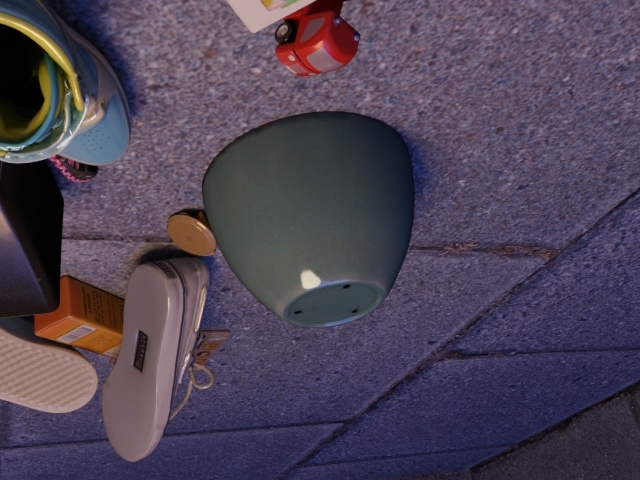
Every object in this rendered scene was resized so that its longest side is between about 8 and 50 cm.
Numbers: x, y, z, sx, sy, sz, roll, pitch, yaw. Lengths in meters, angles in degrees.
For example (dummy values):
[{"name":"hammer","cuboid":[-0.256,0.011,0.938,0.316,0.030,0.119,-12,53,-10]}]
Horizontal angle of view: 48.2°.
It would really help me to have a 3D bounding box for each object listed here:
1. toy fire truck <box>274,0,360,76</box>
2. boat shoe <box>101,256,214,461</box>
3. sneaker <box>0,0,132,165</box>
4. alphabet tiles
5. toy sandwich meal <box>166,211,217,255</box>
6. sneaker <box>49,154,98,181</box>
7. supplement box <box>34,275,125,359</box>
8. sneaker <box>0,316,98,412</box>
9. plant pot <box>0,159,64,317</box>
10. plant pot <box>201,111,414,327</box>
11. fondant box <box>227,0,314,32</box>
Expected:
[{"name":"toy fire truck","cuboid":[0.039,-0.236,0.601,0.135,0.192,0.047,2,164,40]},{"name":"boat shoe","cuboid":[-0.245,0.185,1.153,0.156,0.136,0.367,-16,126,-51]},{"name":"sneaker","cuboid":[-0.241,-0.115,0.618,0.127,0.208,0.319,-33,150,0]},{"name":"alphabet tiles","cuboid":[-0.312,0.231,1.422,0.198,0.009,0.237,4,146,-28]},{"name":"toy sandwich meal","cuboid":[-0.178,-0.011,1.017,0.086,0.029,0.085,16,139,14]},{"name":"sneaker","cuboid":[-0.280,-0.109,0.805,0.057,0.047,0.119,-29,150,6]},{"name":"supplement box","cuboid":[-0.354,0.137,1.171,0.080,0.078,0.233,-26,149,16]},{"name":"sneaker","cuboid":[-0.531,0.163,1.101,0.366,0.135,0.150,36,167,-31]},{"name":"plant pot","cuboid":[-0.387,-0.036,0.761,0.188,0.188,0.167,-5,139,-12]},{"name":"plant pot","cuboid":[0.000,0.000,0.943,0.290,0.195,0.290,-10,151,-6]},{"name":"fondant box","cuboid":[-0.029,-0.317,0.422,0.238,0.096,0.330,-23,138,18]}]
